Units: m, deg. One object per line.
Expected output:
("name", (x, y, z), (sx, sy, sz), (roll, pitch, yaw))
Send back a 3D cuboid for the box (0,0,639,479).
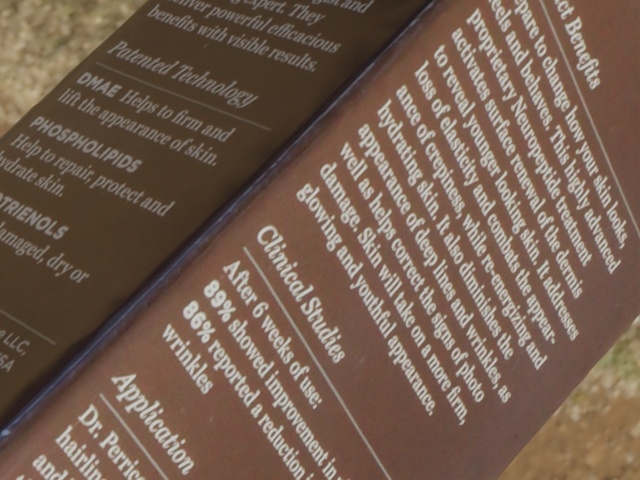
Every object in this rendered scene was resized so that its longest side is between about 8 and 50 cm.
("box", (0.000, 0.000, 0.676), (0.143, 0.381, 0.191), (26, 154, 46))
